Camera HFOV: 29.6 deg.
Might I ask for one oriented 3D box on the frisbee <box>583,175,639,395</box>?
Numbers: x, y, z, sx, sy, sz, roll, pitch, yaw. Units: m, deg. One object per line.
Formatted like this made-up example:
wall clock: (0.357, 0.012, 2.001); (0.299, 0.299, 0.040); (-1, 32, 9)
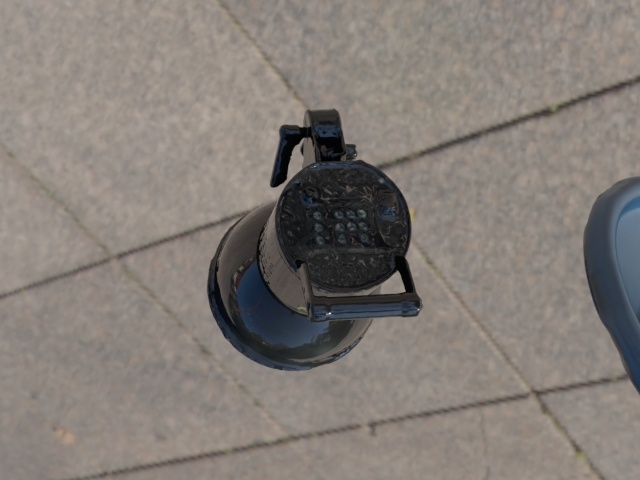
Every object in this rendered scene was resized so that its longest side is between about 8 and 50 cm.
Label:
frisbee: (0.265, 0.081, 0.740); (0.289, 0.289, 0.049); (32, 127, -13)

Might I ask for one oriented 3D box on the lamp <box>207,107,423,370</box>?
lamp: (0.000, 0.000, 0.914); (0.147, 0.172, 0.227); (-1, 164, -13)
